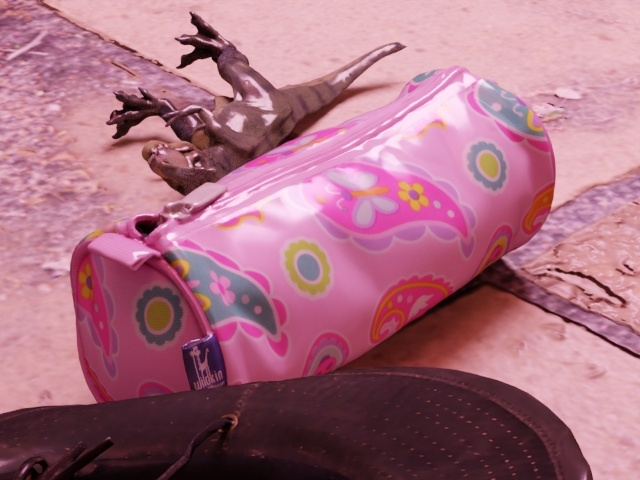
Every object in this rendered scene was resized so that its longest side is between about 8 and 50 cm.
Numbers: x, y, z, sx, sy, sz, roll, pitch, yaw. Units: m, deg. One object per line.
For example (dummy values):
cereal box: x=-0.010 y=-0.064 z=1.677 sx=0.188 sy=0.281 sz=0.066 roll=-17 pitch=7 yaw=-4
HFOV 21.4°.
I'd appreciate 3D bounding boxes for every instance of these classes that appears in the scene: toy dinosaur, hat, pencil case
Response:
toy dinosaur: x=-0.059 y=-0.089 z=1.092 sx=0.118 sy=0.064 sz=0.268 roll=23 pitch=35 yaw=21
hat: x=-0.062 y=0.155 z=0.605 sx=0.331 sy=0.133 sz=0.331 roll=-9 pitch=12 yaw=2
pencil case: x=0.000 y=0.000 z=0.885 sx=0.124 sy=0.124 sz=0.284 roll=27 pitch=39 yaw=36
